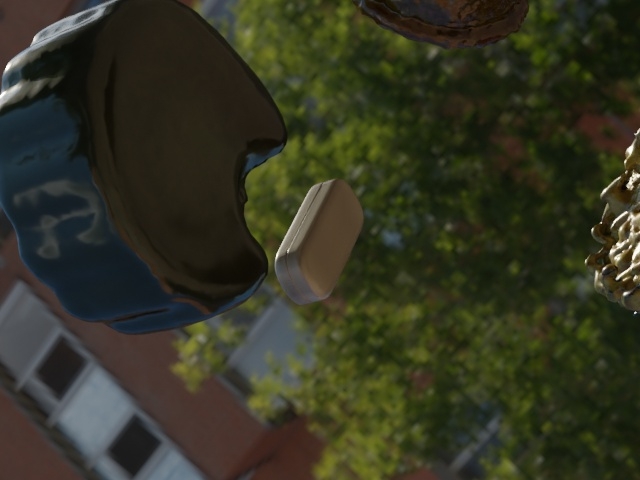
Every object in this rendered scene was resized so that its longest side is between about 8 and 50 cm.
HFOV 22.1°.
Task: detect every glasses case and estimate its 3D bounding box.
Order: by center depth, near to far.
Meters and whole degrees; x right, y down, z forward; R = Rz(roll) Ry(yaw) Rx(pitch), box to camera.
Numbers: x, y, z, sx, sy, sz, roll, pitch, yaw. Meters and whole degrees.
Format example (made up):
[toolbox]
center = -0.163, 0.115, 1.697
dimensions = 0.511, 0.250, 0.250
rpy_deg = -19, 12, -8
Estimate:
[glasses case]
center = 0.000, 0.000, 2.081
dimensions = 0.083, 0.050, 0.196
rpy_deg = 61, -147, -25

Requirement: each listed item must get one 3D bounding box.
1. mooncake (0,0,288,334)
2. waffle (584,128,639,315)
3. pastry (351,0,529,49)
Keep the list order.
[mooncake]
center = -0.192, -0.078, 1.723
dimensions = 0.351, 0.187, 0.351
rpy_deg = 20, -116, -51
[waffle]
center = 0.407, -0.045, 1.862
dimensions = 0.060, 0.280, 0.262
rpy_deg = 25, -175, -24
[pastry]
center = 0.115, -0.268, 1.553
dimensions = 0.188, 0.103, 0.189
rpy_deg = 7, -137, -7
